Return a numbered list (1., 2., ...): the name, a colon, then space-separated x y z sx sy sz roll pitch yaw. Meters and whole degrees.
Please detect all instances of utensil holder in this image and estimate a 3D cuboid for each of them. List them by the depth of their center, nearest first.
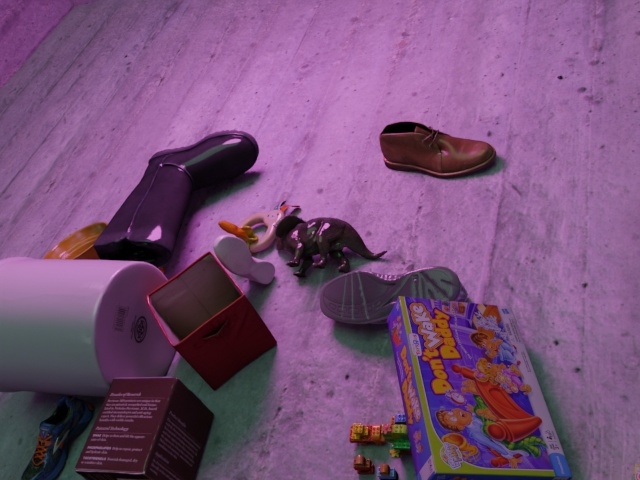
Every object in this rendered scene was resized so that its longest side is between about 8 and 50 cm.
1. utensil holder: -0.574 0.201 1.523 0.385 0.328 0.328 -1 49 22

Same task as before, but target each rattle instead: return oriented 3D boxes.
1. rattle: -0.161 -0.071 1.706 0.199 0.143 0.130 -40 30 -5

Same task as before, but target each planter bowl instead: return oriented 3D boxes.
1. planter bowl: -0.679 0.046 1.865 0.217 0.090 0.217 -21 27 12

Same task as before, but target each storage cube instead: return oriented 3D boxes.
1. storage cube: -0.243 0.182 1.464 0.183 0.193 0.215 -37 45 -10

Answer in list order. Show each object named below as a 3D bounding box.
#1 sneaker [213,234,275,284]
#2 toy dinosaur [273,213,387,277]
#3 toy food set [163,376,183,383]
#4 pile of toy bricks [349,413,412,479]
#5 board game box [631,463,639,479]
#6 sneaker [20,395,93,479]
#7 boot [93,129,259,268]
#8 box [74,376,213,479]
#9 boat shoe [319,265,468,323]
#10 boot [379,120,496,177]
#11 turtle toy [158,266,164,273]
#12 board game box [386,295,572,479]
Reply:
1. sneaker: -0.203 0.048 1.563 0.094 0.212 0.080 11 71 36
2. toy dinosaur: 0.000 0.000 1.566 0.313 0.121 0.160 -6 64 25
3. toy food set: -0.343 0.341 1.465 0.082 0.020 0.083 10 26 18
4. pile of toy bricks: 0.142 0.357 1.172 0.212 0.105 0.118 -8 47 20
5. board game box: 0.497 0.437 0.968 0.092 0.043 0.181 11 55 33
6. sneaker: -0.608 0.447 1.469 0.083 0.087 0.221 0 50 27
7. boot: -0.377 -0.114 1.782 0.367 0.146 0.445 -14 32 19
8. box: -0.348 0.406 1.320 0.167 0.168 0.203 -6 47 22
9. boat shoe: 0.152 0.124 1.406 0.320 0.103 0.118 -12 64 24
10. boot: 0.289 -0.238 1.657 0.305 0.115 0.112 6 51 29
11. turtle toy: -0.472 0.077 1.765 0.130 0.066 0.095 -25 35 5
12. board game box: 0.262 0.264 1.142 0.233 0.078 0.347 6 44 -12
